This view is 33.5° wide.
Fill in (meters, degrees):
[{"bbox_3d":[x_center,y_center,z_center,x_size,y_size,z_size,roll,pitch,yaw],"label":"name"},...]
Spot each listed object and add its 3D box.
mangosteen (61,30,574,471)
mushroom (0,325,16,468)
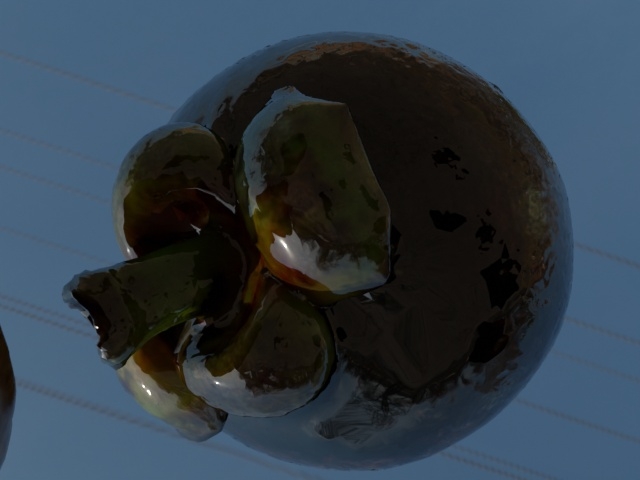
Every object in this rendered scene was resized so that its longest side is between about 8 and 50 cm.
[{"bbox_3d":[0.007,0.003,0.720,0.330,0.330,0.330,5,-120,-9],"label":"mangosteen"},{"bbox_3d":[-0.266,0.052,0.526,0.278,0.278,0.146,40,-143,12],"label":"mushroom"}]
